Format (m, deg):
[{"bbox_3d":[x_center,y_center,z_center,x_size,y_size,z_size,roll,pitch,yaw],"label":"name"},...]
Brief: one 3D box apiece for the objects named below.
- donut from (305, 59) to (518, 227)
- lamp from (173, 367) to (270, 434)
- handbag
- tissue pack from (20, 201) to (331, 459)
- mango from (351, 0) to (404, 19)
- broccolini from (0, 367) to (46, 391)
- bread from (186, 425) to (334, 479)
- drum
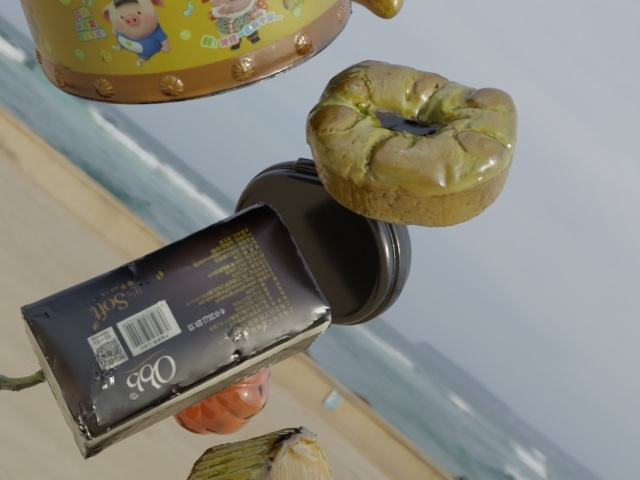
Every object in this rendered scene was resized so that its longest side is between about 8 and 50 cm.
[{"bbox_3d":[0.108,-0.116,1.331,0.262,0.208,0.128,17,-40,18],"label":"donut"},{"bbox_3d":[-0.175,0.228,1.755,0.188,0.187,0.164,38,4,10],"label":"lamp"},{"bbox_3d":[0.001,0.000,1.662,0.308,0.253,0.093,15,21,30],"label":"handbag"},{"bbox_3d":[-0.196,0.120,1.431,0.210,0.370,0.198,64,-19,6],"label":"tissue pack"},{"bbox_3d":[0.059,-0.410,1.649,0.184,0.102,0.085,40,-9,27],"label":"mango"},{"bbox_3d":[-0.489,0.217,1.664,0.051,0.054,0.239,5,-12,-41],"label":"broccolini"},{"bbox_3d":[-0.058,0.356,1.278,0.227,0.143,0.253,-31,107,-74],"label":"bread"},{"bbox_3d":[-0.179,-0.357,1.343,0.431,0.431,0.214,37,-34,47],"label":"drum"}]
